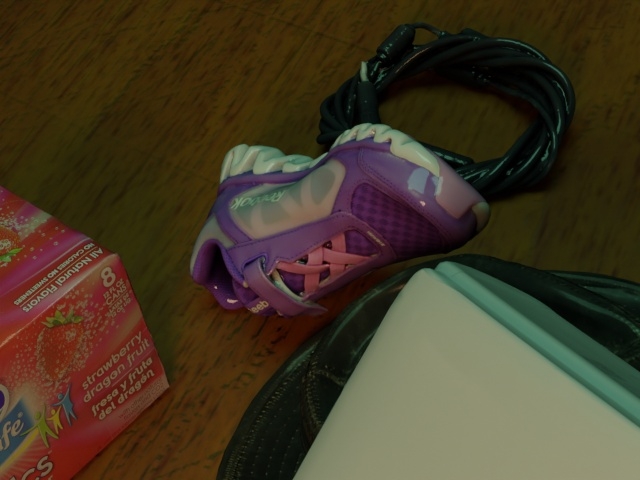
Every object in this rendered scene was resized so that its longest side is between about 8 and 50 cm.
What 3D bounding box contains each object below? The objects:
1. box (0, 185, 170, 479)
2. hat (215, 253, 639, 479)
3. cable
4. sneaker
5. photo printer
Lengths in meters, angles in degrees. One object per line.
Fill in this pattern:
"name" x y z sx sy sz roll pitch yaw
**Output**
"box" -0.226 0.099 0.812 0.128 0.123 0.257 27 56 35
"hat" 0.093 0.086 0.734 0.331 0.134 0.331 -8 42 7
"cable" 0.084 -0.087 0.984 0.150 0.047 0.184 -34 47 -21
"sneaker" 0.000 0.000 0.852 0.236 0.095 0.104 -4 46 55
"photo printer" 0.057 0.193 0.548 0.256 0.107 0.307 39 103 50
